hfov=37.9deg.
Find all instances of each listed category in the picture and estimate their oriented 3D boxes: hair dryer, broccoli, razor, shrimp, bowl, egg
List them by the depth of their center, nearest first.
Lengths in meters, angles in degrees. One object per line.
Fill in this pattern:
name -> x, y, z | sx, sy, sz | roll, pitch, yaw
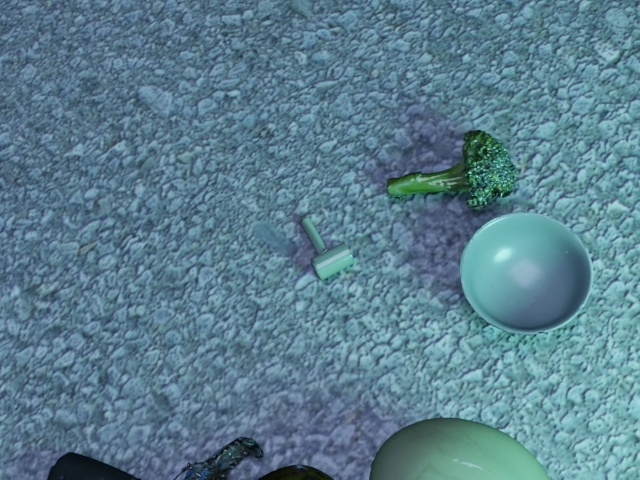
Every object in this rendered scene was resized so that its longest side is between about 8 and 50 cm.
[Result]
egg -> 0.188, 0.344, 1.196 | 0.269, 0.219, 0.219 | 29, 75, 12
shrimp -> -0.157, 0.349, 1.336 | 0.174, 0.076, 0.082 | -41, 109, -14
razor -> -0.325, 0.365, 1.346 | 0.148, 0.054, 0.090 | 20, 69, 14
bowl -> 0.298, 0.061, 1.368 | 0.189, 0.086, 0.189 | -3, 66, 7
broccoli -> 0.199, -0.099, 1.444 | 0.204, 0.118, 0.122 | -12, 88, 17
hair dryer -> 0.000, 0.000, 1.465 | 0.063, 0.038, 0.124 | -27, 60, -5

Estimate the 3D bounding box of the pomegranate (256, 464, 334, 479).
pomegranate -> -0.016, 0.412, 1.230 | 0.248, 0.202, 0.202 | 31, 73, -13
